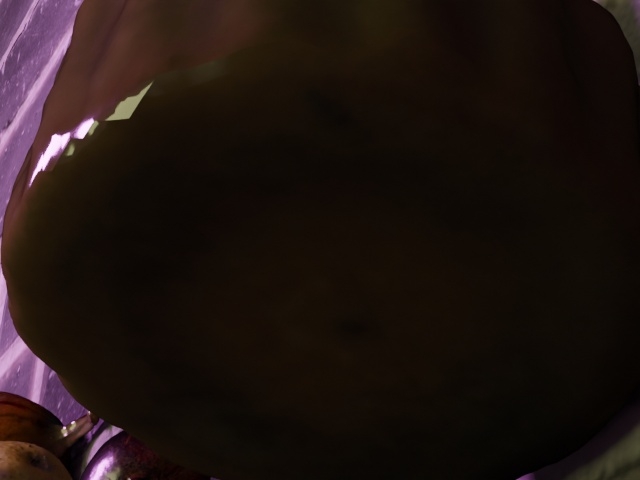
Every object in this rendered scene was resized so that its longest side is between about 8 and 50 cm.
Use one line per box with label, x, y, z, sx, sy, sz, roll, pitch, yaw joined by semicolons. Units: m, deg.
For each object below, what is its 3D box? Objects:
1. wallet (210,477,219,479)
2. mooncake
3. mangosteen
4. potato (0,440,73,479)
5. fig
wallet;0.001;0.000;0.913;0.228;0.062;0.406;-41;38;50
mooncake;0.012;-0.014;0.621;0.290;0.290;0.161;-50;24;43
mangosteen;-0.108;0.195;0.972;0.140;0.140;0.140;-46;35;47
potato;-0.304;0.297;1.254;0.143;0.169;0.248;-114;47;-70
fig;-0.313;0.213;1.385;0.202;0.148;0.149;-39;61;-9
